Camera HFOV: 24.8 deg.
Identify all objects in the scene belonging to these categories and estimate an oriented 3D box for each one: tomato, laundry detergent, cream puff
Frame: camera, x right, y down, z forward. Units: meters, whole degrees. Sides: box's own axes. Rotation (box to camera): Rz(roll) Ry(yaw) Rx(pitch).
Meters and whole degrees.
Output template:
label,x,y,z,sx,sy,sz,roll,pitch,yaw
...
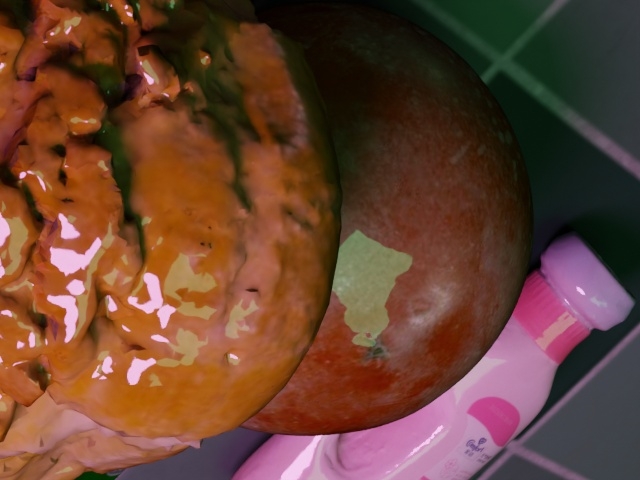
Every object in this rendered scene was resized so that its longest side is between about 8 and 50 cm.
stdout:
label,x,y,z,sx,sy,sz,roll,pitch,yaw
tomato,0.000,0.000,0.869,0.270,0.223,0.270,-13,129,-17
laundry detergent,0.088,0.124,1.109,0.335,0.088,0.159,-42,132,10
cream puff,-0.169,-0.018,0.695,0.231,0.343,0.327,9,103,-47

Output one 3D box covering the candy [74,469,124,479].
label,x,y,z,sx,sy,sz,roll,pitch,yaw
candy,-0.192,0.142,0.997,0.141,0.078,0.203,23,120,-37
